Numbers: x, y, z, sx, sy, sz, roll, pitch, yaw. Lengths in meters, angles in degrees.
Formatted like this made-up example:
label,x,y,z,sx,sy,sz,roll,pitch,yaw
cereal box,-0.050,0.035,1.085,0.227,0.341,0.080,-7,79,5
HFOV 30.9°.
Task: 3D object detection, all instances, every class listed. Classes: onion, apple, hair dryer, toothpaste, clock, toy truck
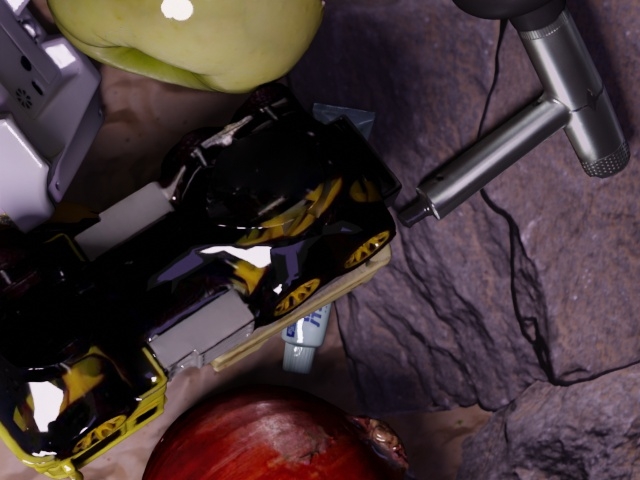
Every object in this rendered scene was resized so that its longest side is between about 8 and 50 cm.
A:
label,x,y,z,sx,sy,sz,roll,pitch,yaw
onion,-0.041,0.322,1.198,0.341,0.341,0.342,-6,106,-22
apple,-0.119,-0.261,1.024,0.279,0.279,0.279,-6,106,-22
hair dryer,0.204,-0.151,1.258,0.284,0.155,0.320,-38,124,-21
toothpaste,0.000,0.000,1.268,0.074,0.048,0.297,8,97,-22
clock,-0.296,-0.151,1.025,0.083,0.186,0.253,-25,118,22
toy truck,-0.120,0.044,1.035,0.405,0.254,0.181,-33,73,-18

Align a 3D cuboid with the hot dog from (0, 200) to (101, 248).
label,x,y,z,sx,sy,sz,roll,pitch,yaw
hot dog,-0.275,0.045,1.128,0.326,0.107,0.194,9,110,-38
